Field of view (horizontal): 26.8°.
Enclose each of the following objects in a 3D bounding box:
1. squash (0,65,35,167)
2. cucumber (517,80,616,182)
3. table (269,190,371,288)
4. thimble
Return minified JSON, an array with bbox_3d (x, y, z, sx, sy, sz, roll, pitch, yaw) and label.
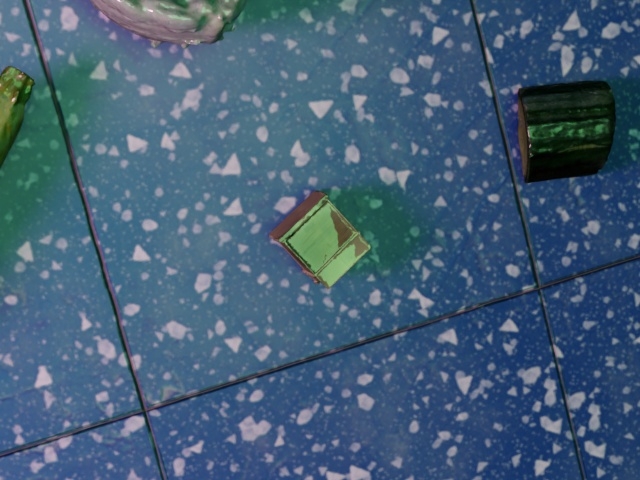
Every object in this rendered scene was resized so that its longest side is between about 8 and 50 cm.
[{"bbox_3d":[-0.429,-0.031,1.419,0.118,0.118,0.370,37,83,-14],"label":"squash"},{"bbox_3d":[0.293,-0.129,1.600,0.115,0.062,0.116,-6,96,-9],"label":"cucumber"},{"bbox_3d":[0.000,0.000,1.544,0.079,0.062,0.083,-44,103,-5],"label":"table"},{"bbox_3d":[-0.168,-0.321,1.420,0.205,0.172,0.250,-29,99,-4],"label":"thimble"}]
